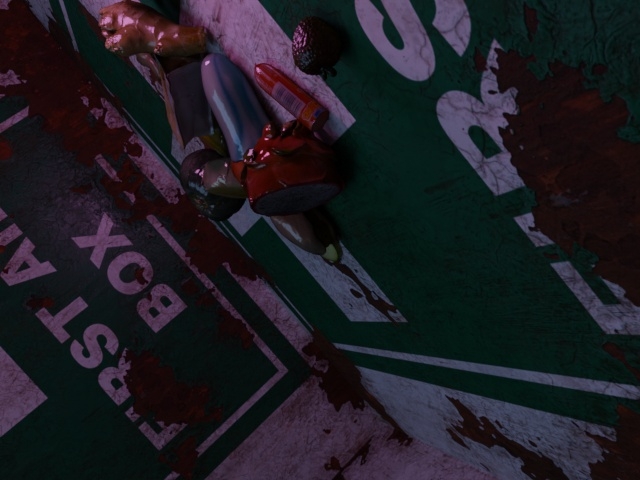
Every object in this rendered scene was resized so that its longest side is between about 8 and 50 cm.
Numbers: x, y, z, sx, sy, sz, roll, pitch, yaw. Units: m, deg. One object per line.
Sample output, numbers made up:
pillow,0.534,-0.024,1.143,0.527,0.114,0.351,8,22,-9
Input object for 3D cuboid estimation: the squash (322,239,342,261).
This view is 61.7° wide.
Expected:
squash,0.003,-0.004,2.135,0.219,0.041,0.219,38,159,17

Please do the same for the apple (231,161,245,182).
apple,-0.220,-0.250,1.901,0.209,0.164,0.209,39,176,3

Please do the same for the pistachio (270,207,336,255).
pistachio,-0.076,-0.062,1.968,0.288,0.166,0.197,49,152,0

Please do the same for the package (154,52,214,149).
package,-0.460,-0.511,1.874,0.311,0.165,0.221,93,153,-48

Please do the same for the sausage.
sausage,-0.094,-0.403,1.466,0.274,0.074,0.074,42,161,17

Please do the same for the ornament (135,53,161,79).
ornament,-0.736,-0.776,2.217,0.245,0.061,0.230,39,162,36

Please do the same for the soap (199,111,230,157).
soap,-0.448,-0.472,2.130,0.315,0.091,0.199,40,160,28

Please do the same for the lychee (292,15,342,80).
lychee,-0.007,-0.418,1.171,0.146,0.114,0.114,68,162,3

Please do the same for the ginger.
ginger,-0.544,-0.663,1.683,0.376,0.236,0.165,21,118,35

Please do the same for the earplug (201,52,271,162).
earplug,-0.272,-0.430,1.689,0.185,0.185,0.323,20,141,57

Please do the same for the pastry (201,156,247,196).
pastry,-0.336,-0.246,2.104,0.265,0.265,0.133,173,101,-69

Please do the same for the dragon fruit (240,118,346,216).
dragon fruit,-0.089,-0.218,1.562,0.305,0.306,0.225,126,130,-72

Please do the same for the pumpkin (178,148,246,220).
pumpkin,-0.474,-0.246,2.383,0.292,0.257,0.327,29,150,17
